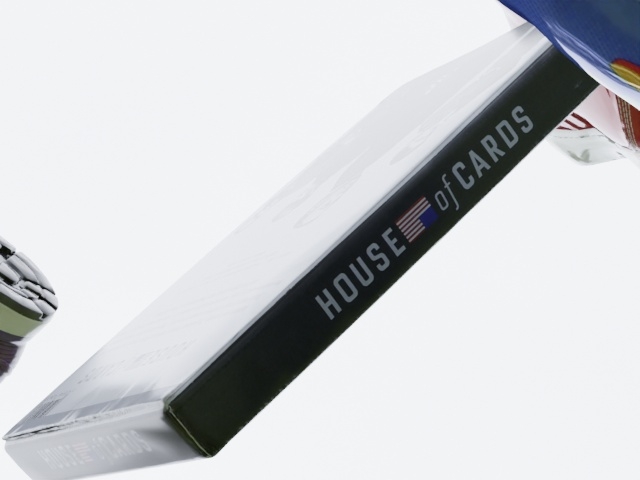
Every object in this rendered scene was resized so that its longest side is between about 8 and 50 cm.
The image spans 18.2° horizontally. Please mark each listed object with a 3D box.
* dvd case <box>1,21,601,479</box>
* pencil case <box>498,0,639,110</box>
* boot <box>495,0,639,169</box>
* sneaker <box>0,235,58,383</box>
[{"bbox_3d":[0.000,0.000,0.739,0.029,0.238,0.179,51,-25,-9],"label":"dvd case"},{"bbox_3d":[0.153,-0.048,0.515,0.306,0.133,0.119,37,-66,-2],"label":"pencil case"},{"bbox_3d":[0.116,-0.122,0.997,0.088,0.244,0.176,-43,-79,0],"label":"boot"},{"bbox_3d":[-0.294,-0.002,1.105,0.283,0.107,0.124,39,-77,0],"label":"sneaker"}]
